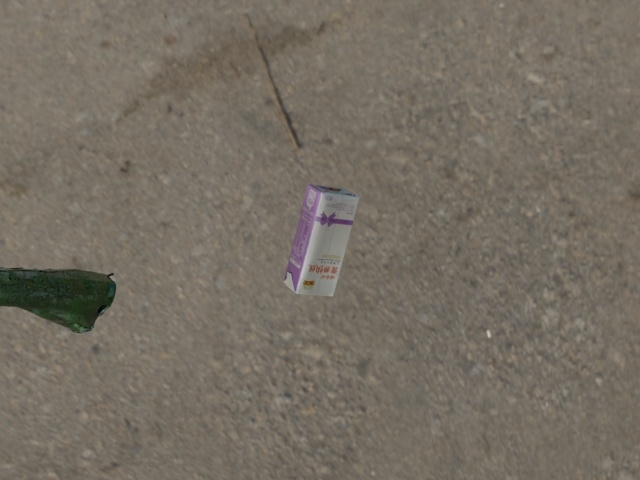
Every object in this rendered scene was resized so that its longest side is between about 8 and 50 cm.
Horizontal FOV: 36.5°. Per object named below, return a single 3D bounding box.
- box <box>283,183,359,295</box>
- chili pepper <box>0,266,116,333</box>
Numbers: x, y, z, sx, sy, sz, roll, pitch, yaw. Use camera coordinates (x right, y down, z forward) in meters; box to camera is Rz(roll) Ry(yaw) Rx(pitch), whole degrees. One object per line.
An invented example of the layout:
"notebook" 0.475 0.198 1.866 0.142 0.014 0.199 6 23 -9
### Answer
"box" 0.000 0.000 1.041 0.036 0.051 0.117 41 118 58
"chili pepper" -0.324 0.051 1.075 0.088 0.227 0.059 -47 62 9
